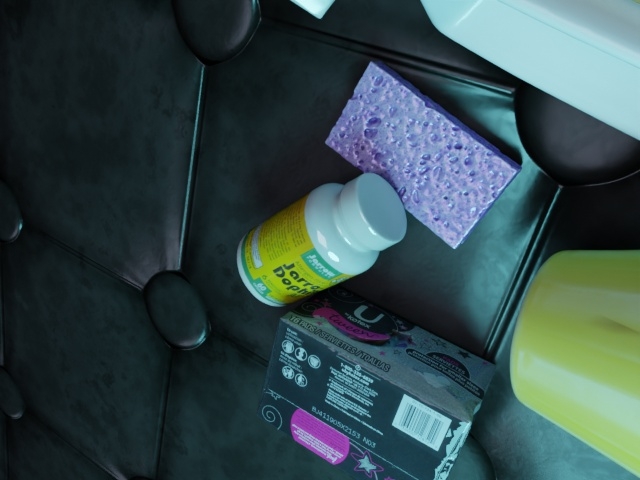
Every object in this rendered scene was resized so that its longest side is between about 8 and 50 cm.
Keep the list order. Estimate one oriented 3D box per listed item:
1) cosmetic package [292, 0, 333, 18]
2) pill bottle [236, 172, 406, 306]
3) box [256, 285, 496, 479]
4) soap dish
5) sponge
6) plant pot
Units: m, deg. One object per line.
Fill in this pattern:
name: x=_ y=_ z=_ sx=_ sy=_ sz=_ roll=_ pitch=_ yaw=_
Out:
cosmetic package: x=-0.045 y=-0.357 z=0.427 sx=0.197 sy=0.365 sz=0.155 roll=26 pitch=127 yaw=-26
pill bottle: x=0.000 y=0.000 z=0.669 sx=0.208 sy=0.117 sz=0.117 roll=-28 pitch=90 yaw=39
box: x=0.069 y=0.189 z=0.686 sx=0.247 sy=0.142 sz=0.163 roll=24 pitch=115 yaw=21
soap dish: x=0.217 y=-0.196 z=0.436 sx=0.291 sy=0.229 sz=0.118 roll=36 pitch=104 yaw=16
sponge: x=0.114 y=-0.101 z=0.632 sx=0.210 sy=0.031 sz=0.117 roll=42 pitch=122 yaw=13
plant pot: x=0.314 y=0.108 z=0.469 sx=0.239 sy=0.254 sz=0.254 roll=15 pitch=114 yaw=44
